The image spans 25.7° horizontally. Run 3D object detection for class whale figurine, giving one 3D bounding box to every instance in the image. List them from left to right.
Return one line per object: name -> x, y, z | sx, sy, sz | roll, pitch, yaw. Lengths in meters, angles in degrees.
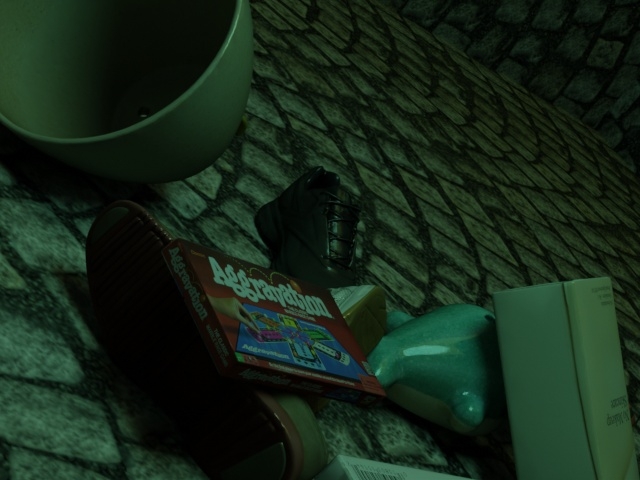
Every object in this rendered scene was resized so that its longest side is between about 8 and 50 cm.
whale figurine -> 0.145, 0.145, 1.758 | 0.272, 0.141, 0.216 | 15, 27, -40

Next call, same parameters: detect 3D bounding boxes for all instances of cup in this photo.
cup -> -0.214, -0.200, 1.681 | 0.331, 0.331, 0.237 | 52, -4, 31

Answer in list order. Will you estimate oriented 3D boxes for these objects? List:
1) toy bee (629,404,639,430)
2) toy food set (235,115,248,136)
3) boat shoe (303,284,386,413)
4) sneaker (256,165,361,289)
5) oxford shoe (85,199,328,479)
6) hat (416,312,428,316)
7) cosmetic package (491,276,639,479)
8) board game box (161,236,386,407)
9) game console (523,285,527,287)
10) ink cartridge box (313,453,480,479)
toy bee -> 0.381, 0.247, 2.008 | 0.195, 0.162, 0.298 | 10, 9, -40
toy food set -> -0.193, -0.233, 2.112 | 0.218, 0.071, 0.128 | 53, -1, 28
boat shoe -> -0.020, 0.124, 1.598 | 0.096, 0.098, 0.277 | 6, 19, 27
sneaker -> 0.000, 0.000, 1.837 | 0.109, 0.130, 0.286 | 29, 23, -35
oxford shoe -> -0.117, 0.110, 1.413 | 0.348, 0.123, 0.130 | 57, 21, 17
hat -> 0.253, 0.183, 1.963 | 0.173, 0.183, 0.209 | 36, 40, -26
cosmetic package -> 0.305, 0.205, 1.721 | 0.160, 0.113, 0.310 | -3, 84, -62
board game box -> -0.040, 0.087, 1.402 | 0.281, 0.027, 0.145 | 21, 34, -57
game console -> 0.405, 0.108, 2.408 | 0.124, 0.085, 0.144 | 43, 19, 9
ink cartridge box -> 0.153, 0.349, 1.437 | 0.296, 0.066, 0.261 | 19, 28, -45
